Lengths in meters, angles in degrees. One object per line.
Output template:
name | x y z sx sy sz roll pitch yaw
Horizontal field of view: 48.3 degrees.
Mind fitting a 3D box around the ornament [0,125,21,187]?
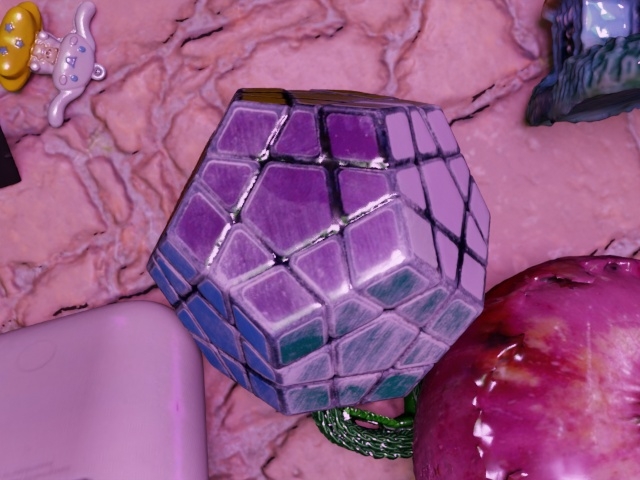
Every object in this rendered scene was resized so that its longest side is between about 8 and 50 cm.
ornament | -0.427 -0.150 0.748 0.153 0.166 0.196 -18 72 -20

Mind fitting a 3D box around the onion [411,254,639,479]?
onion | 0.257 0.188 0.670 0.358 0.345 0.358 1 85 -13

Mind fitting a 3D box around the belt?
belt | 0.059 0.174 0.781 0.151 0.079 0.121 0 82 -10

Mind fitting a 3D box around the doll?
doll | -0.294 -0.192 0.780 0.113 0.071 0.135 -9 99 -17

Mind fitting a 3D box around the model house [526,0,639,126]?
model house | 0.306 -0.244 0.664 0.225 0.261 0.241 -9 93 0

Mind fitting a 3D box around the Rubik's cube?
Rubik's cube | 0.000 0.000 0.661 0.264 0.319 0.319 -39 92 -27

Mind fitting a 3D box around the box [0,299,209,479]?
box | -0.247 0.213 0.668 0.288 0.349 0.141 -14 130 0
